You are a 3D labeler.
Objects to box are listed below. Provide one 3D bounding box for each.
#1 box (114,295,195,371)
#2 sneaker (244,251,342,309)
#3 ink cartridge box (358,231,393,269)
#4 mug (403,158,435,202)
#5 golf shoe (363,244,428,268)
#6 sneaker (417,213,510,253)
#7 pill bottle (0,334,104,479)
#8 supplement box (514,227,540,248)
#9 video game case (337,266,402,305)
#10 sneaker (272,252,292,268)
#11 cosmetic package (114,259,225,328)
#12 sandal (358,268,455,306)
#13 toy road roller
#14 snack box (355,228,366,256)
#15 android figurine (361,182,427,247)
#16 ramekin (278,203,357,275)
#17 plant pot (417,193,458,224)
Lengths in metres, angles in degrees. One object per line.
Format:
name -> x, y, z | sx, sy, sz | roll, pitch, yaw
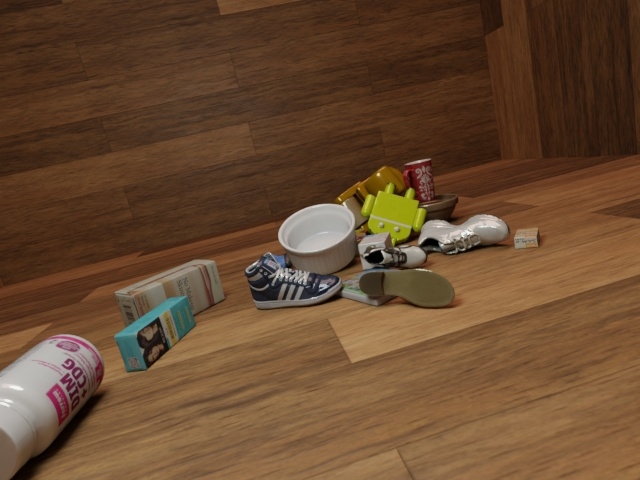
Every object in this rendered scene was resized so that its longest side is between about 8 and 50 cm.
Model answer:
box -> -0.434, 0.241, 1.101 | 0.060, 0.100, 0.244 | -10, 13, 15
sneaker -> -0.087, 0.106, 1.181 | 0.282, 0.153, 0.099 | -12, 22, 18
ink cartridge box -> 0.189, 0.037, 1.390 | 0.092, 0.090, 0.143 | -9, 13, 22
mug -> 0.415, -0.250, 1.754 | 0.150, 0.169, 0.113 | -16, 12, -8
golf shoe -> 0.226, 0.056, 1.253 | 0.198, 0.077, 0.094 | -2, 8, 18
sneaker -> 0.454, -0.003, 1.323 | 0.297, 0.111, 0.129 | -8, 28, 40
pill bottle -> -0.550, 0.307, 0.776 | 0.160, 0.160, 0.283 | -14, 12, -1
supplement box -> 0.629, -0.008, 1.245 | 0.062, 0.036, 0.098 | -7, 14, 32
video game case -> 0.161, 0.125, 1.176 | 0.193, 0.023, 0.212 | -20, 14, -31
sneaker -> -0.158, 0.081, 1.638 | 0.084, 0.058, 0.152 | -23, 18, -16
cosmetic package -> -0.475, 0.180, 1.319 | 0.129, 0.153, 0.296 | -1, 18, 39
sandal -> 0.221, 0.114, 1.023 | 0.240, 0.088, 0.079 | 3, -5, 30
toy road roller -> 0.234, -0.191, 1.799 | 0.329, 0.202, 0.240 | -37, -9, -9
snack box -> 0.085, 0.022, 1.625 | 0.207, 0.070, 0.174 | -14, 13, 5
android figurine -> 0.284, -0.098, 1.611 | 0.248, 0.273, 0.056 | 18, -22, 11
ramekin -> 0.000, 0.000, 1.468 | 0.277, 0.135, 0.277 | -11, 36, 8
plant pot -> 0.479, -0.124, 1.775 | 0.237, 0.110, 0.237 | -12, 13, 3
